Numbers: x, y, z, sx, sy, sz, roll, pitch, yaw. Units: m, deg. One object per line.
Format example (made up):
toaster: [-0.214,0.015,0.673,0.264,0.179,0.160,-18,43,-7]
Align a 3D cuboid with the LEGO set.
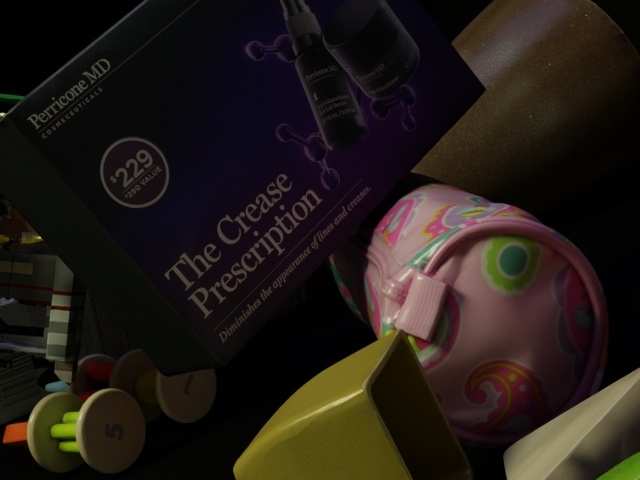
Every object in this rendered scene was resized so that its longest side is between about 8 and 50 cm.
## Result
LEGO set: [-0.269,0.001,0.827,0.331,0.192,0.255,6,-2,-9]

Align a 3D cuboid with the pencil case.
pencil case: [0.072,0.027,0.699,0.124,0.124,0.284,-17,11,-4]

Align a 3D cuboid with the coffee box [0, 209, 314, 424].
coffee box: [-0.173,0.018,1.023,0.297,0.119,0.168,-21,38,-21]

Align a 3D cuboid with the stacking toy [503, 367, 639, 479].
stacking toy: [0.189,0.085,0.383,0.279,0.130,0.309,-41,-1,18]

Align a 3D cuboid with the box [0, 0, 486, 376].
box: [-0.050,-0.074,0.725,0.261,0.184,0.103,-47,12,-26]

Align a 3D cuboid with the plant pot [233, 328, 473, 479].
plant pot: [0.011,0.101,0.536,0.083,0.081,0.081,-24,7,20]

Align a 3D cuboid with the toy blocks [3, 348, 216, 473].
toy blocks: [-0.162,0.116,0.810,0.148,0.054,0.123,-10,13,42]

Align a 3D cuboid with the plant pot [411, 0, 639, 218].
plant pot: [0.157,-0.096,1.114,0.230,0.215,0.215,-35,16,-21]

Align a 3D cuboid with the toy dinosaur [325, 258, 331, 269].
toy dinosaur: [0.000,0.000,1.206,0.092,0.053,0.183,-22,11,-23]
